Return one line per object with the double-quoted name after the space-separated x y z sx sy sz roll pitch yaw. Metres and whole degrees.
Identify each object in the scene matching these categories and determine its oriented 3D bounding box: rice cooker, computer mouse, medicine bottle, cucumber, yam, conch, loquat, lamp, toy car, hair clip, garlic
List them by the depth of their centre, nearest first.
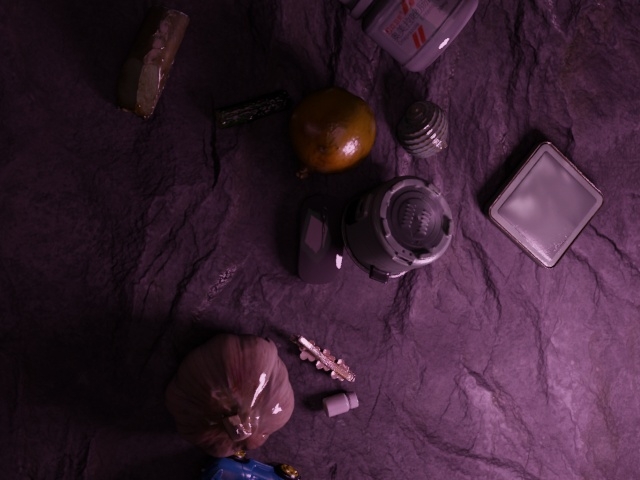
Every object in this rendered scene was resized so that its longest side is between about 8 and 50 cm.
-0.397 -0.415 1.680 0.106 0.106 0.259 22 91 -15 "yam"
0.190 -0.579 1.711 0.306 0.245 0.245 38 89 -8 "medicine bottle"
0.019 -0.248 1.748 0.213 0.213 0.246 34 91 -15 "loquat"
-0.162 -0.319 1.766 0.187 0.058 0.058 -18 102 -9 "cucumber"
-0.223 0.379 1.785 0.321 0.241 0.322 2 77 -10 "garlic"
0.185 -0.033 1.803 0.241 0.227 0.281 19 73 -19 "rice cooker"
0.266 -0.279 1.851 0.135 0.102 0.153 -31 105 9 "conch"
0.000 0.001 1.852 0.120 0.057 0.232 3 98 -14 "computer mouse"
-0.176 0.670 1.862 0.314 0.166 0.198 26 96 -16 "toy car"
0.002 0.311 1.906 0.214 0.056 0.062 40 72 -23 "hair clip"
0.053 0.435 1.932 0.089 0.052 0.052 -15 101 -10 "medicine bottle"
0.616 -0.096 1.982 0.269 0.047 0.266 40 89 -15 "lamp"
